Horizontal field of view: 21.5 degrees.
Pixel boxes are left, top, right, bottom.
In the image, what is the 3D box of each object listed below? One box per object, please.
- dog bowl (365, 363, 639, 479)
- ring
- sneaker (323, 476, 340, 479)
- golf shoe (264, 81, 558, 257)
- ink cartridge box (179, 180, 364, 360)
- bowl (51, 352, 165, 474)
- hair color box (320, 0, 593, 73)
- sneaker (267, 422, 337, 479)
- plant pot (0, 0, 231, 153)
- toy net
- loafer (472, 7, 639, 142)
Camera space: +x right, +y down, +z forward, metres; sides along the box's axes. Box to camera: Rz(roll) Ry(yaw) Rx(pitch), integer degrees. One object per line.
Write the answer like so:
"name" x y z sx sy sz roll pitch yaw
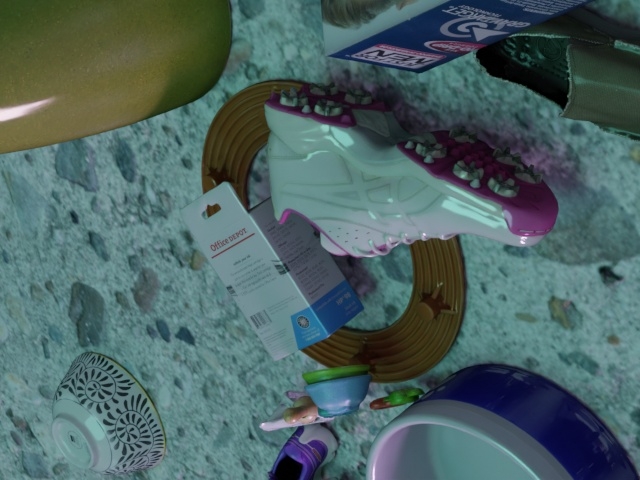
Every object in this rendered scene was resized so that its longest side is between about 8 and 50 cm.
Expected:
"dog bowl" 0.177 0.254 1.614 0.265 0.104 0.264 27 134 31
"ring" 0.000 0.000 1.669 0.337 0.032 0.336 25 132 31
"sneaker" 0.030 0.417 1.881 0.169 0.108 0.292 37 137 26
"golf shoe" 0.073 -0.038 1.480 0.306 0.115 0.140 25 115 37
"ink cartridge box" -0.049 0.019 1.659 0.104 0.060 0.180 -28 96 52
"bowl" -0.279 0.232 2.085 0.170 0.080 0.170 27 135 31
"hair color box" 0.139 -0.254 1.229 0.347 0.105 0.173 -19 72 51
"sneaker" -0.037 0.263 1.867 0.068 0.071 0.170 37 139 21
"plant pot" -0.283 -0.196 1.605 0.275 0.293 0.274 26 133 31
"toy net" 0.012 0.161 1.734 0.232 0.122 0.045 153 109 -64
"loafer" 0.224 -0.117 1.307 0.251 0.087 0.094 25 133 32
